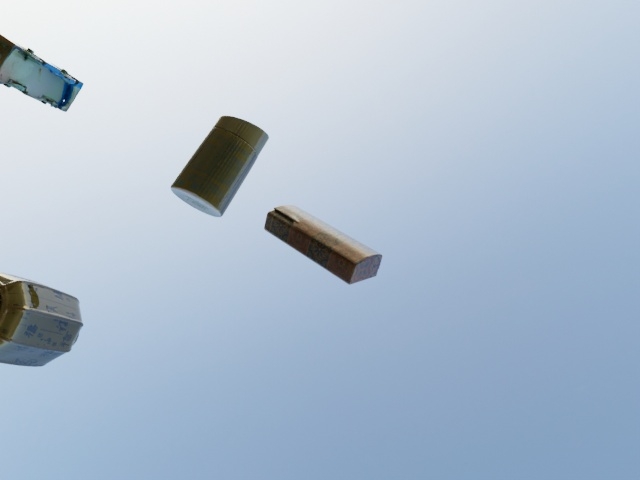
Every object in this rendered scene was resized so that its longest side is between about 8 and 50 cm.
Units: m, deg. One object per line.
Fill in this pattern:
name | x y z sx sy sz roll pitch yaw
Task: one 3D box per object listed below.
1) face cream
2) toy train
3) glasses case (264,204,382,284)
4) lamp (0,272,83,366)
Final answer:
face cream | -0.248 -0.203 1.087 0.139 0.067 0.285 31 -119 -12
toy train | -0.487 -0.283 0.700 0.099 0.188 0.072 37 -87 4
glasses case | 0.000 0.000 0.753 0.218 0.075 0.049 31 -64 35
lamp | -0.556 0.150 0.792 0.161 0.185 0.161 -4 -110 13
